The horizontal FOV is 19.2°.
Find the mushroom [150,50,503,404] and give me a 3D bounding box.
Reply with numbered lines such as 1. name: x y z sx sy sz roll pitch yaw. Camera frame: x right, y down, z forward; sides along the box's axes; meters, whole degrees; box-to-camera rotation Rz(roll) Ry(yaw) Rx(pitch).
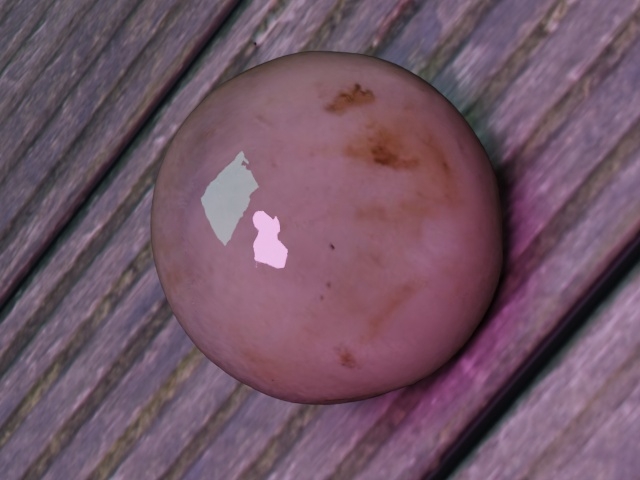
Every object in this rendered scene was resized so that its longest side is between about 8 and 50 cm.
1. mushroom: 0.000 0.000 1.118 0.215 0.207 0.207 120 166 -72
